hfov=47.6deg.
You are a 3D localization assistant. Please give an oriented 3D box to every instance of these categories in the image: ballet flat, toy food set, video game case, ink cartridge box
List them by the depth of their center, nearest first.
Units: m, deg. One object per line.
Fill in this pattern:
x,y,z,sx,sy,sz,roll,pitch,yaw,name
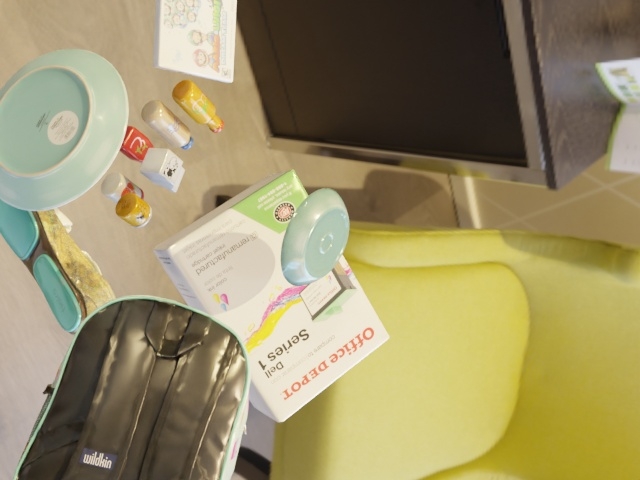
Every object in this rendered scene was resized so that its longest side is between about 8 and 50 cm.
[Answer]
-0.064,0.074,0.997,0.201,0.117,0.278,-35,103,-19,ink cartridge box
-0.238,-0.117,1.094,0.104,0.111,0.232,45,57,-54,toy food set
-0.190,-0.333,1.117,0.143,0.019,0.157,1,93,-47,video game case
-0.480,0.014,1.309,0.123,0.123,0.348,-28,76,-32,ballet flat

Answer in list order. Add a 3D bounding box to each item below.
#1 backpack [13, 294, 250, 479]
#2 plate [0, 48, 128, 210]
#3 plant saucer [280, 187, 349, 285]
-0.143,0.141,0.614,0.166,0.144,0.188,16,87,-1,backpack
-0.291,-0.124,0.772,0.188,0.188,0.024,-66,157,-8,plate
0.000,0.000,0.831,0.119,0.021,0.119,-34,135,-42,plant saucer
